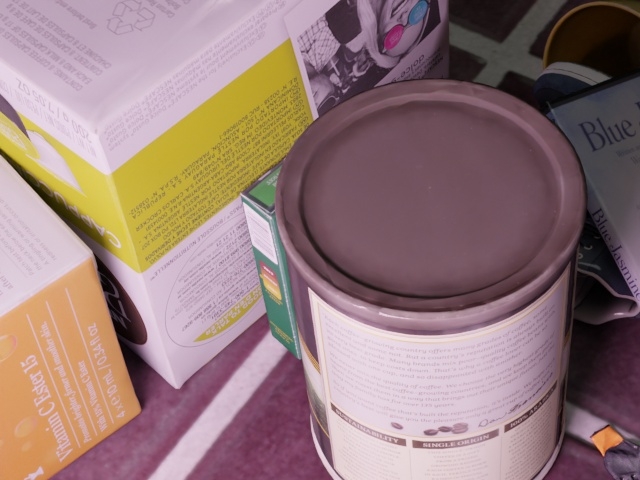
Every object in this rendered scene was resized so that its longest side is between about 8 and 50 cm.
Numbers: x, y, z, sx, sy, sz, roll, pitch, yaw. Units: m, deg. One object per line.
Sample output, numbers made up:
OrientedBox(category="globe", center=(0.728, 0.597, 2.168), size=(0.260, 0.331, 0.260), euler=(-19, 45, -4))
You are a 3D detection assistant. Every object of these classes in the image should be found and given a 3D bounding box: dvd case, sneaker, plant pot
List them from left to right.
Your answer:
OrientedBox(category="sneaker", center=(0.216, -0.036, 1.266), size=(0.163, 0.086, 0.226), euler=(-34, 68, -20))
OrientedBox(category="plant pot", center=(0.275, -0.153, 1.351), size=(0.134, 0.134, 0.095), euler=(35, 41, 28))
OrientedBox(category="dvd case", center=(0.297, -0.021, 1.213), size=(0.180, 0.022, 0.253), euler=(-22, 79, -27))

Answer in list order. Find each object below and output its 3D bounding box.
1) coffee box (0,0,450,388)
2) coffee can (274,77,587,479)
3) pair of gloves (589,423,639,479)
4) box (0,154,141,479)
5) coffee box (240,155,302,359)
OrientedBox(category="coffee box", center=(-0.130, -0.157, 1.251), size=(0.337, 0.334, 0.338), euler=(37, 66, 28))
OrientedBox(category="coffee can", center=(0.081, 0.051, 1.107), size=(0.201, 0.275, 0.202), euler=(-3, 52, 3))
OrientedBox(category="pair of gloves", center=(0.254, 0.158, 1.176), size=(0.083, 0.010, 0.074), euler=(-27, 55, -13))
OrientedBox(category="box", center=(-0.330, 0.117, 1.135), size=(0.345, 0.215, 0.168), euler=(-35, 58, -19))
OrientedBox(category="coffee box", center=(0.000, 0.000, 1.214), size=(0.113, 0.184, 0.040), euler=(-40, 56, -21))
